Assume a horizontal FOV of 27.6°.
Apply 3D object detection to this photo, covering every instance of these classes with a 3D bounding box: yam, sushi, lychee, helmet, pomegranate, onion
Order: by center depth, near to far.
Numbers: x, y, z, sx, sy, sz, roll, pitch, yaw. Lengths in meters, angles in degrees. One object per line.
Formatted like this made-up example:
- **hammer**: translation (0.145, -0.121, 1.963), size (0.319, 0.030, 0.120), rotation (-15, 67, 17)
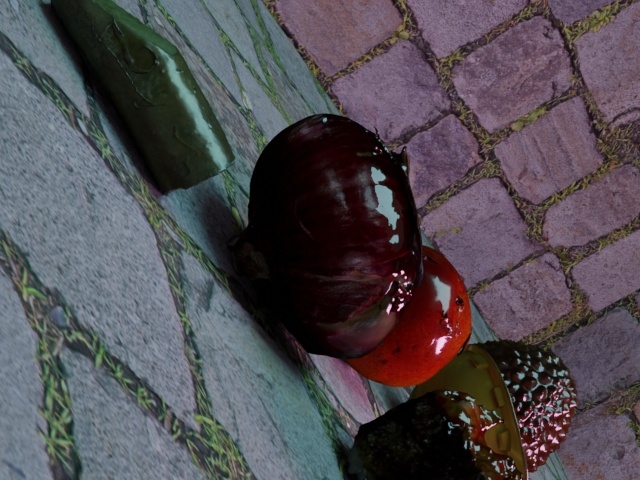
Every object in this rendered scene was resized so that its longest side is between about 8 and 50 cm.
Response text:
- **yam**: translation (-0.193, -0.175, 1.427), size (0.259, 0.106, 0.106), rotation (61, 9, -4)
- **sushi**: translation (0.162, 0.332, 1.517), size (0.196, 0.182, 0.343), rotation (35, 23, -54)
- **onion**: translation (0.000, 0.000, 1.592), size (0.314, 0.232, 0.314), rotation (167, -90, -81)
- **pomegranate**: translation (0.110, 0.108, 1.868), size (0.210, 0.210, 0.235), rotation (61, -23, 4)
- **helmet**: translation (0.205, 0.290, 1.998), size (0.205, 0.140, 0.257), rotation (112, -33, -60)
- **lychee**: translation (0.333, 0.293, 2.316), size (0.267, 0.267, 0.267), rotation (58, 10, -16)
